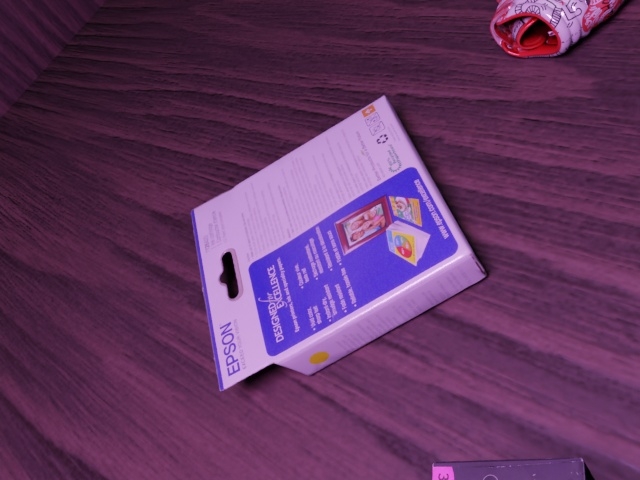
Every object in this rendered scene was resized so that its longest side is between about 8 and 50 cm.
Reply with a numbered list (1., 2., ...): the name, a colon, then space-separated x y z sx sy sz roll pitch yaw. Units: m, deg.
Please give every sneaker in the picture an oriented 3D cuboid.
1. sneaker: 0.254 -0.327 0.883 0.145 0.090 0.270 -43 46 -7

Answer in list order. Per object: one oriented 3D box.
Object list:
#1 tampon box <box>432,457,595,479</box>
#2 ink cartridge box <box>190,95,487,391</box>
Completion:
1. tampon box: 0.145 0.231 0.452 0.101 0.161 0.121 -12 49 27
2. ink cartridge box: 0.000 0.000 0.815 0.307 0.072 0.304 -31 45 13
